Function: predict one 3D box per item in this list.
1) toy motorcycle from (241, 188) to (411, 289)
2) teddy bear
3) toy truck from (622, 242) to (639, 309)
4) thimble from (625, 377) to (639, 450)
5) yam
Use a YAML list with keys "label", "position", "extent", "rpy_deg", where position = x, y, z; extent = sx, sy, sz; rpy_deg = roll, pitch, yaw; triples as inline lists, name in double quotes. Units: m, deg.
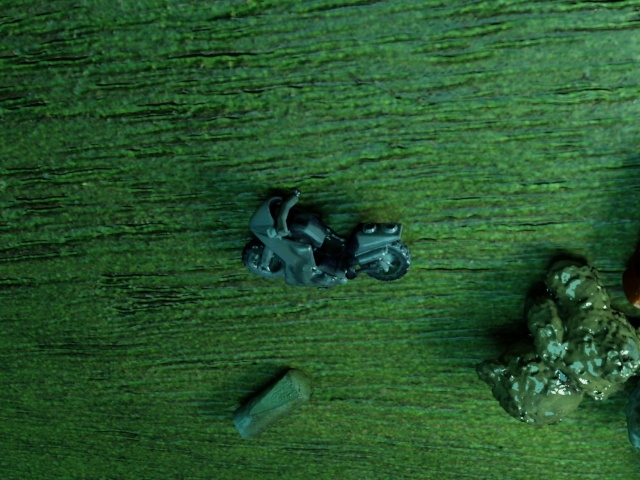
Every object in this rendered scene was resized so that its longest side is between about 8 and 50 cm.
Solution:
- label: "toy motorcycle"
  position: [0.000, 0.000, 1.321]
  extent: [0.270, 0.106, 0.159]
  rpy_deg: [-1, 130, 16]
- label: "teddy bear"
  position: [0.384, 0.192, 1.356]
  extent: [0.267, 0.156, 0.256]
  rpy_deg: [40, 124, -19]
- label: "toy truck"
  position: [0.517, 0.030, 1.246]
  extent: [0.114, 0.107, 0.253]
  rpy_deg: [13, 124, 2]
- label: "thimble"
  position: [0.598, 0.278, 1.348]
  extent: [0.143, 0.198, 0.235]
  rpy_deg: [41, 115, -16]
- label: "yam"
  position: [-0.089, 0.300, 1.565]
  extent: [0.068, 0.068, 0.169]
  rpy_deg: [39, 122, -17]
